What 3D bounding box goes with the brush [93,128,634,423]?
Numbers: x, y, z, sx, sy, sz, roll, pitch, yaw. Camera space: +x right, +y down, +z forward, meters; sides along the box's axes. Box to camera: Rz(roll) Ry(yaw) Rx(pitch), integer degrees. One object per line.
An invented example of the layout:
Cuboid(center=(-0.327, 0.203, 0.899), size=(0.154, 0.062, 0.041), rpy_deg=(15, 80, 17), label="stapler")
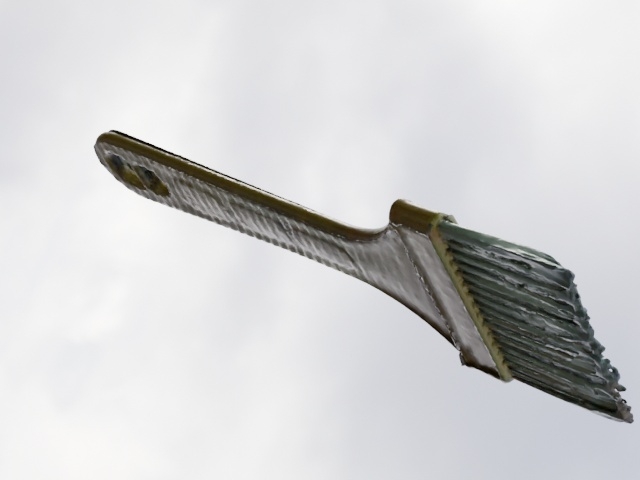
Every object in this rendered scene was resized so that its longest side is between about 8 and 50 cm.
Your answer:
Cuboid(center=(0.000, 0.000, 0.543), size=(0.218, 0.082, 0.010), rpy_deg=(22, -116, 39), label="brush")
